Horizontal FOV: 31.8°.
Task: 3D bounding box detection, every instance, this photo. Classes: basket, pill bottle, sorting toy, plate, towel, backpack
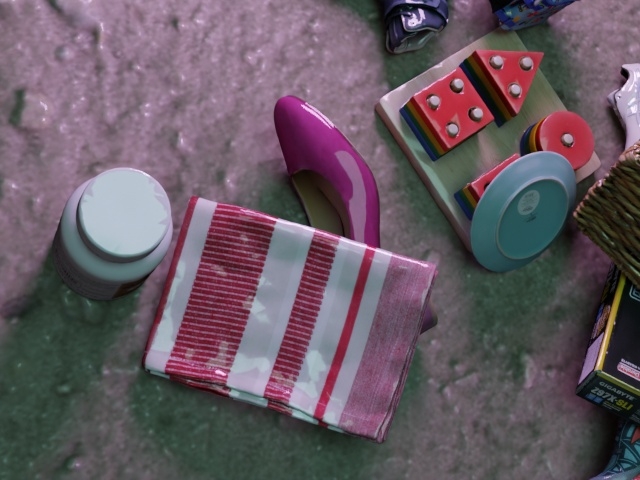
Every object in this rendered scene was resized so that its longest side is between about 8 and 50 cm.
[{"bbox_3d":[0.540,-0.029,1.513,0.223,0.213,0.299,-30,71,-32],"label":"basket"},{"bbox_3d":[-0.246,-0.009,1.337,0.131,0.229,0.131,4,77,-16],"label":"pill bottle"},{"bbox_3d":[0.256,-0.160,1.602,0.255,0.089,0.257,-33,88,-21],"label":"sorting toy"},{"bbox_3d":[0.288,-0.034,1.553,0.188,0.024,0.188,-18,128,-25],"label":"plate"},{"bbox_3d":[-0.041,0.098,1.410,0.328,0.037,0.237,17,87,3],"label":"towel"},{"bbox_3d":[0.332,-0.394,1.617,0.158,0.173,0.117,-21,85,-52],"label":"backpack"}]

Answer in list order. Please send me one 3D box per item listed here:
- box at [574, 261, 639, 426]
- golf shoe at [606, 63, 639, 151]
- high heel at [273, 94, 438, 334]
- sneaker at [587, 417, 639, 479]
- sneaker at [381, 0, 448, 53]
[{"bbox_3d":[0.536,0.169,1.559,0.322,0.079,0.257,27,51,0],"label":"box"},{"bbox_3d":[0.471,-0.189,1.701,0.086,0.069,0.176,16,71,11],"label":"golf shoe"},{"bbox_3d":[0.000,0.000,1.464,0.181,0.127,0.377,-31,89,-27],"label":"high heel"},{"bbox_3d":[0.443,0.278,1.569,0.261,0.104,0.125,-26,75,-28],"label":"sneaker"},{"bbox_3d":[0.084,-0.360,1.597,0.226,0.086,0.164,13,72,-15],"label":"sneaker"}]
